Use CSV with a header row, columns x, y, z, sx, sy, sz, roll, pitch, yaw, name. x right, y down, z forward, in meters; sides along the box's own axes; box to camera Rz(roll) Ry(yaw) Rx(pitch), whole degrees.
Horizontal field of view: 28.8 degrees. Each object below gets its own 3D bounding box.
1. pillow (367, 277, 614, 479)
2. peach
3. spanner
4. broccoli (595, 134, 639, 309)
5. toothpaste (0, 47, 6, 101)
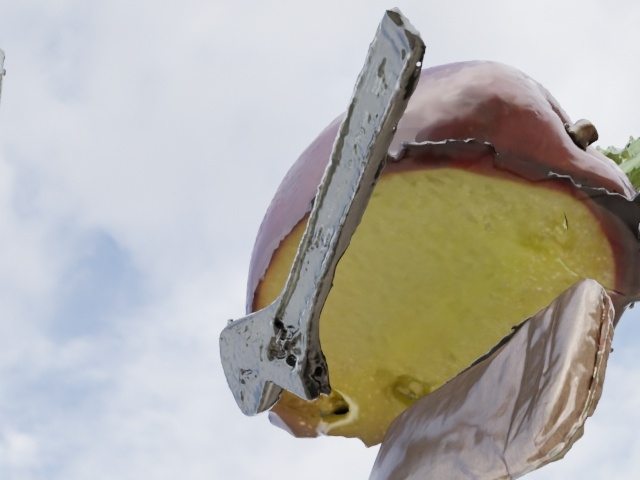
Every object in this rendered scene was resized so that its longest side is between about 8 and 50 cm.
x,y,z,sx,sy,sz,roll,pitch,yaw,name
0.084,0.107,0.694,0.034,0.211,0.135,37,-135,-9,pillow
0.086,0.009,0.993,0.257,0.201,0.362,37,-59,-12,peach
0.000,0.000,0.766,0.026,0.093,0.325,-21,-37,-41,spanner
0.442,-0.093,1.469,0.275,0.353,0.397,37,-63,-3,broccoli
-0.168,-0.017,0.580,0.033,0.052,0.218,-12,-36,-30,toothpaste
